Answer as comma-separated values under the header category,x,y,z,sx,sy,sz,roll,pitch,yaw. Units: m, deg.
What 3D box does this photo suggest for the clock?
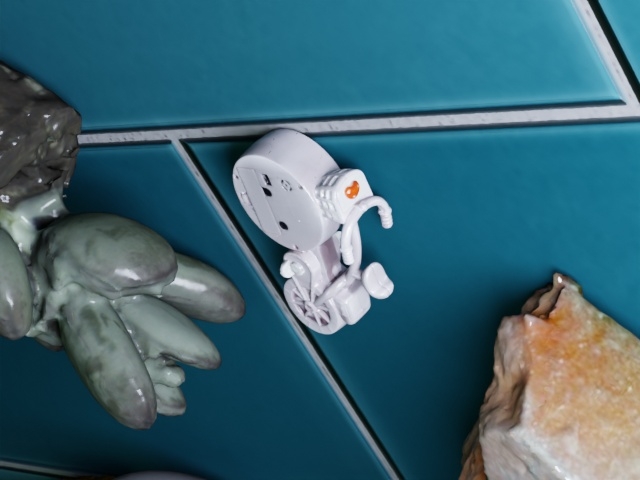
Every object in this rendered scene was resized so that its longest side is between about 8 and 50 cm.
category,x,y,z,sx,sy,sz,roll,pitch,yaw
clock,0.000,0.000,1.069,0.087,0.041,0.129,17,138,38

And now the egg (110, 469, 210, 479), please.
category,x,y,z,sx,sy,sz,roll,pitch,yaw
egg,-0.087,0.245,1.372,0.198,0.146,0.146,43,150,10

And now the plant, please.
category,x,y,z,sx,sy,sz,roll,pitch,yaw
plant,-0.177,0.003,1.159,0.274,0.146,0.149,39,146,2

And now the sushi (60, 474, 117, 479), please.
category,x,y,z,sx,sy,sz,roll,pitch,yaw
sushi,-0.148,0.299,1.497,0.140,0.149,0.287,-39,61,35

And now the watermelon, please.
category,x,y,z,sx,sy,sz,roll,pitch,yaw
watermelon,0.176,0.200,1.028,0.302,0.151,0.264,34,149,9
